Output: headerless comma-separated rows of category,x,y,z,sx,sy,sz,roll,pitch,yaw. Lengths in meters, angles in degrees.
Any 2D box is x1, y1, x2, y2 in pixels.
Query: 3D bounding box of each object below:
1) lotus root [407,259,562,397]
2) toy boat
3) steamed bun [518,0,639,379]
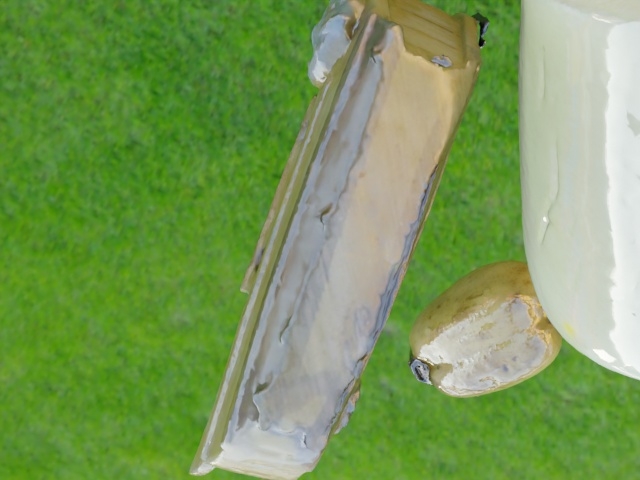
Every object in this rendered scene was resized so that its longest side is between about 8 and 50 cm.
lotus root,0.192,0.089,1.287,0.221,0.118,0.125,-30,105,25
toy boat,0.000,0.000,1.004,0.136,0.445,0.162,19,-179,-20
steamed bun,0.173,-0.080,0.482,0.155,0.250,0.200,29,143,38
